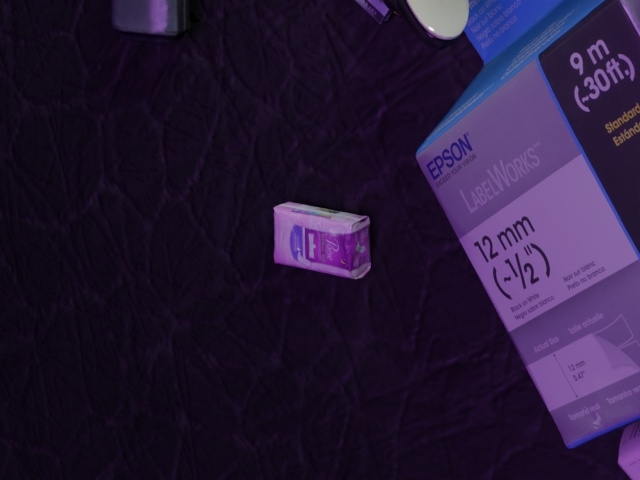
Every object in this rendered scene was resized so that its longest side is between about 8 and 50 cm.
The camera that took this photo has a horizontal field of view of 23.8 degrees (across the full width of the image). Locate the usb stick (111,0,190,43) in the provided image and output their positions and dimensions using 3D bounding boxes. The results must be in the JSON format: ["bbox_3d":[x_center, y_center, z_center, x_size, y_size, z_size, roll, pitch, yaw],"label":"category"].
[{"bbox_3d":[-0.141,-0.299,1.240,0.077,0.045,0.278,13,112,32],"label":"usb stick"}]

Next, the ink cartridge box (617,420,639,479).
[{"bbox_3d":[0.347,0.186,1.064,0.224,0.056,0.181,47,128,-10],"label":"ink cartridge box"}]

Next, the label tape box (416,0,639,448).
[{"bbox_3d":[0.183,-0.064,0.992,0.347,0.115,0.249,61,147,7],"label":"label tape box"}]

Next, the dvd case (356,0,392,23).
[{"bbox_3d":[0.048,-0.236,1.147,0.087,0.013,0.119,46,126,14],"label":"dvd case"}]

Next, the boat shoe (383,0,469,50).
[{"bbox_3d":[0.070,-0.178,1.085,0.133,0.049,0.042,-109,31,-41],"label":"boat shoe"}]

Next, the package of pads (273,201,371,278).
[{"bbox_3d":[0.000,0.000,1.246,0.083,0.032,0.050,11,114,32],"label":"package of pads"}]
